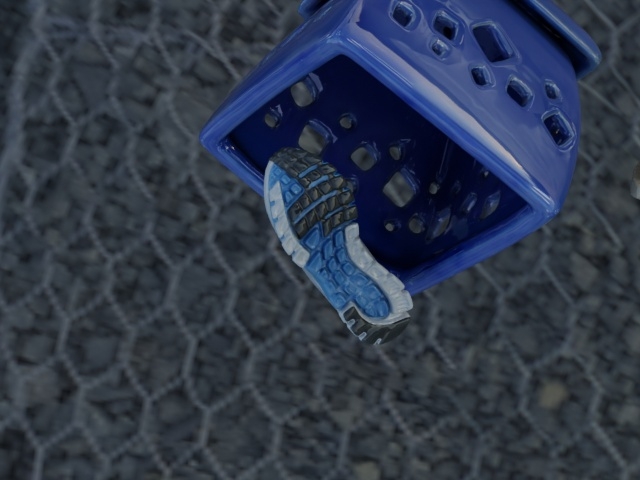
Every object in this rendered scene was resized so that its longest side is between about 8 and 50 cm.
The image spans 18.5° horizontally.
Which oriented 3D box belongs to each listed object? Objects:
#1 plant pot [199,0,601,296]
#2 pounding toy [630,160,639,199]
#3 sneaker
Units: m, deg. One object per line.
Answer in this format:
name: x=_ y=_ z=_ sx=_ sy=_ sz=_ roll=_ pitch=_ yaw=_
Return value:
plant pot: x=0.079 y=-0.123 z=1.620 sx=0.236 sy=0.236 sz=0.212 roll=39 pitch=54 yaw=-14
pounding toy: x=0.383 y=-0.041 z=1.611 sx=0.269 sy=0.154 sz=0.155 roll=2 pitch=120 yaw=-6
sneaker: x=0.000 y=0.000 z=1.589 sx=0.071 sy=0.191 sz=0.083 roll=-35 pitch=30 yaw=-10
